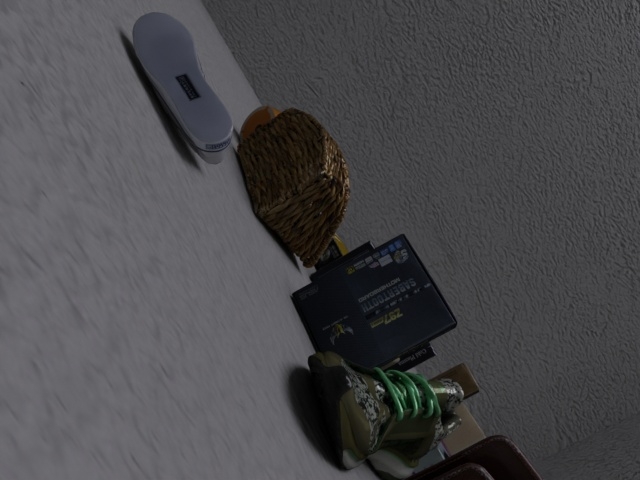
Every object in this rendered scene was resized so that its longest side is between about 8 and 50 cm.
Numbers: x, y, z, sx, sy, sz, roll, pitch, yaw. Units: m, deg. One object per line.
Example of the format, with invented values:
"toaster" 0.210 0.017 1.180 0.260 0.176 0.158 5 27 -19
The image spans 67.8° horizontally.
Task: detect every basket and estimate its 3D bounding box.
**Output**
"basket" -0.032 -0.134 1.094 0.223 0.213 0.299 49 12 -42

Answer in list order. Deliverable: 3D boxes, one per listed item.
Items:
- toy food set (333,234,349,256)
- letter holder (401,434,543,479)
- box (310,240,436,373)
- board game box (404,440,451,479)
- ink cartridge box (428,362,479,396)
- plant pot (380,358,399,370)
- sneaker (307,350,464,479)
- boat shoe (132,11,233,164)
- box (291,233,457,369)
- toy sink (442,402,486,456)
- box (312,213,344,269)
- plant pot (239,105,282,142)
"toy food set" 0.052 0.069 1.708 0.128 0.071 0.218 8 47 -53
"letter holder" 0.200 0.394 0.495 0.302 0.214 0.152 62 6 18
"box" 0.147 0.190 1.285 0.312 0.179 0.343 60 5 10
"board game box" 0.276 0.564 0.939 0.303 0.097 0.224 63 7 23
"ink cartridge box" 0.359 0.470 1.452 0.088 0.234 0.193 63 6 25
"plant pot" 0.069 0.207 0.902 0.109 0.109 0.096 62 16 19
"sneaker" 0.114 0.235 0.706 0.410 0.182 0.158 52 10 -54
"boat shoe" -0.217 -0.232 0.737 0.258 0.095 0.084 65 -22 15
"box" 0.091 0.122 0.833 0.183 0.232 0.059 63 4 23
"toy sink" 0.325 0.523 1.211 0.131 0.152 0.234 59 -4 43
"box" 0.000 0.000 1.417 0.180 0.077 0.147 62 1 11
"plant pot" -0.116 -0.273 1.333 0.188 0.205 0.205 30 26 -47
